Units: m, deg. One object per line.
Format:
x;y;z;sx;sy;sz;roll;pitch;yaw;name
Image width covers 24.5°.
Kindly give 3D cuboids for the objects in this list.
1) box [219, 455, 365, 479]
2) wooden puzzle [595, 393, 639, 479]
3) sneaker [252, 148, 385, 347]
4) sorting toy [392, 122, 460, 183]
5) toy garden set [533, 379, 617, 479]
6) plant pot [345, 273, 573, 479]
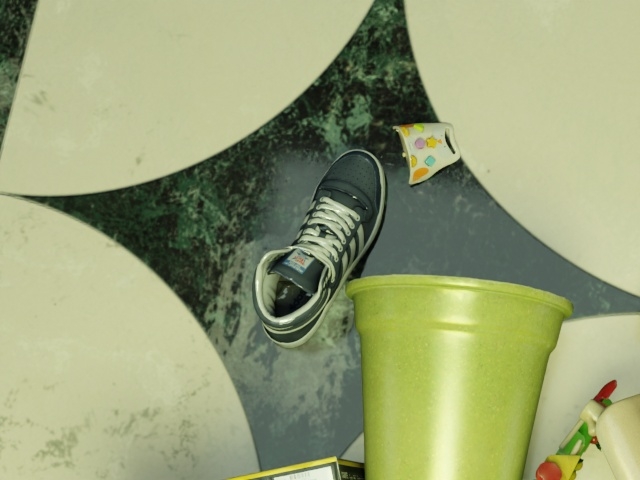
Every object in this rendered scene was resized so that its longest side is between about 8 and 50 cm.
-0.075;0.321;1.749;0.257;0.322;0.079;-15;78;6;box
0.480;0.316;1.713;0.080;0.348;0.322;-38;69;45;wooden puzzle
0.000;0.000;1.891;0.099;0.153;0.282;24;83;12;sneaker
0.145;-0.126;1.959;0.075;0.045;0.083;-12;76;-13;sorting toy
0.288;0.270;1.711;0.049;0.203;0.244;34;52;15;toy garden set
0.154;0.190;1.761;0.276;0.276;0.253;4;78;10;plant pot
